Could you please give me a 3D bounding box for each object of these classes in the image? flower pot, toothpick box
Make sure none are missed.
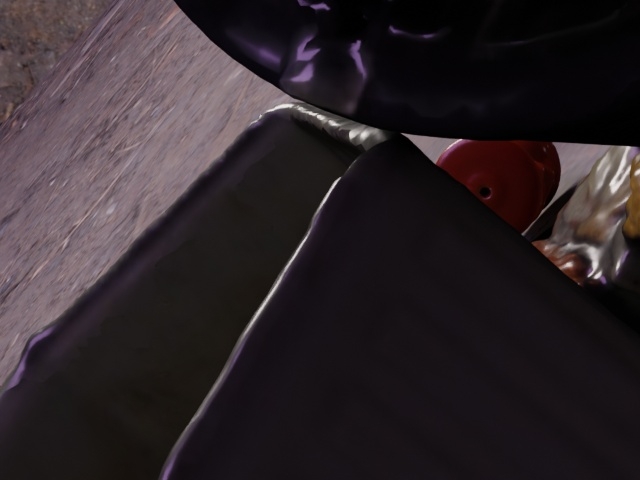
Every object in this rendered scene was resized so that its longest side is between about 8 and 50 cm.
[{"bbox_3d":[0.007,0.101,0.487,0.209,0.189,0.239,-51,14,-1],"label":"flower pot"},{"bbox_3d":[0.073,-0.025,0.826,0.047,0.047,0.083,-47,-3,14],"label":"toothpick box"}]

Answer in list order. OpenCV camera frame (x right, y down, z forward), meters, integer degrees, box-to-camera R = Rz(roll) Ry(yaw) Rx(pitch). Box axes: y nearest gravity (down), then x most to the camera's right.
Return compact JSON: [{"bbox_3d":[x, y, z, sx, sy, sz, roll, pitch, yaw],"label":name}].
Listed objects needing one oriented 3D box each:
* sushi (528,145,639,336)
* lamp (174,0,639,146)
[{"bbox_3d":[0.076,0.029,0.727,0.290,0.050,0.264,-48,15,10],"label":"sushi"},{"bbox_3d":[0.071,-0.128,0.458,0.205,0.272,0.374,-58,43,19],"label":"lamp"}]
